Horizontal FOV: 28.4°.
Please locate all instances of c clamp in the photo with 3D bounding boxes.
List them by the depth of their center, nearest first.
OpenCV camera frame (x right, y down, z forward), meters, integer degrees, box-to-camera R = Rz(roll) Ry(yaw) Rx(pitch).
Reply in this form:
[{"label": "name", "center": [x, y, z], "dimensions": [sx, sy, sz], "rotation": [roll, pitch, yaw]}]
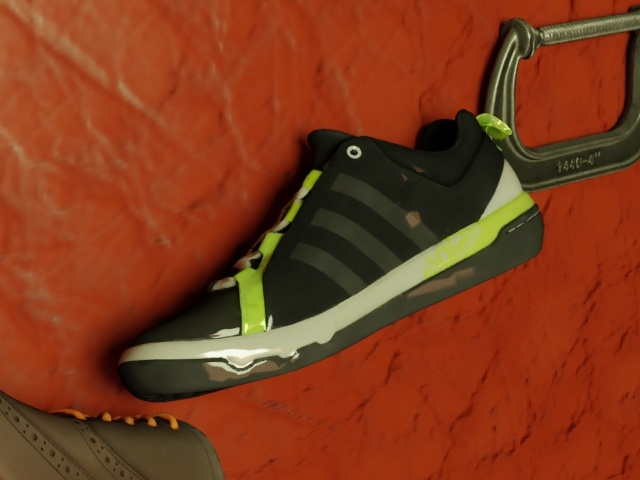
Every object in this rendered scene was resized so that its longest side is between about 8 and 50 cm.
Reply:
[{"label": "c clamp", "center": [0.146, -0.098, 0.695], "dimensions": [0.160, 0.022, 0.137], "rotation": [-21, 117, -32]}]

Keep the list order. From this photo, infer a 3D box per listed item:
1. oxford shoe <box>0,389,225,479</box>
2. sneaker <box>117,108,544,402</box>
[{"label": "oxford shoe", "center": [-0.107, 0.102, 0.530], "dimensions": [0.271, 0.097, 0.098], "rotation": [55, 52, -38]}, {"label": "sneaker", "center": [0.000, 0.000, 0.593], "dimensions": [0.234, 0.084, 0.097], "rotation": [-22, 89, -30]}]
